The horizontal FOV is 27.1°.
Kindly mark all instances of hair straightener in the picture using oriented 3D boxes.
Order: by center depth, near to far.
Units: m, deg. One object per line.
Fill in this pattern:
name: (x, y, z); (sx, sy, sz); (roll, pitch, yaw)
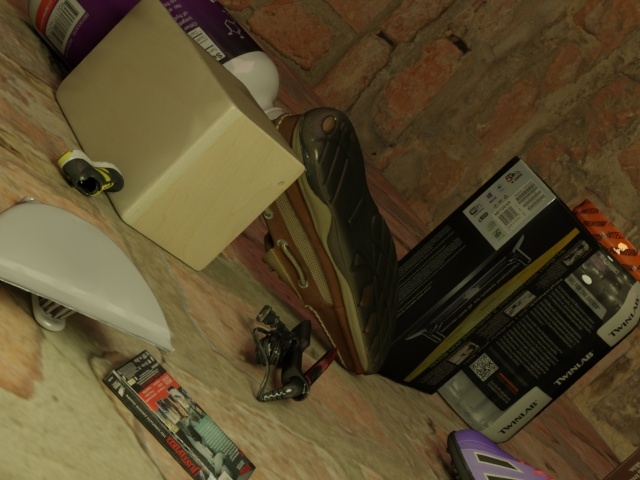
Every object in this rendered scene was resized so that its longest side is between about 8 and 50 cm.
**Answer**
hair straightener: (-0.039, 0.107, 1.244); (0.089, 0.047, 0.230); (47, 13, 2)

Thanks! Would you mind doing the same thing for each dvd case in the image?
dvd case: (-0.096, 0.129, 0.925); (0.119, 0.013, 0.087); (46, 8, 1)

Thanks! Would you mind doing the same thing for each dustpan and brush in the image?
dustpan and brush: (-0.187, 0.009, 0.928); (0.147, 0.060, 0.211); (27, 23, -29)

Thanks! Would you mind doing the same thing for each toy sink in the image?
toy sink: (-0.144, -0.109, 1.335); (0.131, 0.153, 0.234); (38, 11, -45)

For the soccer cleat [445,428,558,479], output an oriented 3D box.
soccer cleat: (0.262, 0.316, 1.463); (0.318, 0.116, 0.108); (52, 10, 30)

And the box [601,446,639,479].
box: (0.478, 0.450, 1.656); (0.381, 0.191, 0.143); (50, 9, 21)

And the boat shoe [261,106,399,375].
boat shoe: (0.000, 0.000, 1.445); (0.122, 0.120, 0.324); (-55, 137, -49)

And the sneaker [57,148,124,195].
sneaker: (-0.206, -0.053, 1.199); (0.083, 0.031, 0.035); (24, 36, -58)

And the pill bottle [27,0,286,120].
pill bottle: (-0.173, -0.202, 1.516); (0.323, 0.181, 0.181); (48, 9, 10)

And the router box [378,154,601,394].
router box: (0.191, 0.054, 1.677); (0.081, 0.309, 0.243); (52, 9, 27)

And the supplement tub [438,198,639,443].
supplement tub: (0.312, 0.112, 1.907); (0.207, 0.338, 0.207); (45, 9, -9)
